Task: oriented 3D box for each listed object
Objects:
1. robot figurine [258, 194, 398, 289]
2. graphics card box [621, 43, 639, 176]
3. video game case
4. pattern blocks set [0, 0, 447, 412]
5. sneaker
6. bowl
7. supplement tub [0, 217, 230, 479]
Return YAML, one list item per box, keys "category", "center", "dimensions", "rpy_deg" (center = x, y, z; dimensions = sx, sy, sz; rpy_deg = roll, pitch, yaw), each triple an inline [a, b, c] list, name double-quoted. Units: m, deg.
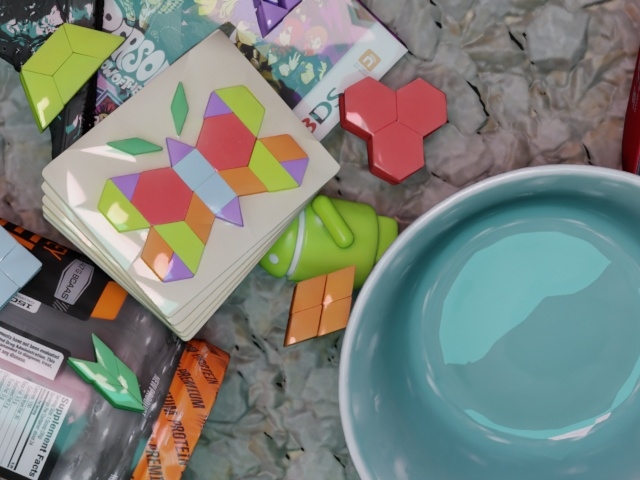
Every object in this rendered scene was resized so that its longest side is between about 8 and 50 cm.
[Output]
- category: "robot figurine"
  center: [0.000, 0.000, 1.218]
  dimensions: [0.115, 0.101, 0.067]
  rpy_deg: [9, 63, -15]
- category: "graphics card box"
  center: [0.406, -0.112, 1.099]
  dimensions: [0.371, 0.094, 0.233]
  rpy_deg: [7, 139, 6]
- category: "video game case"
  center: [-0.088, -0.147, 1.207]
  dimensions: [0.232, 0.042, 0.210]
  rpy_deg: [44, 99, -7]
- category: "pattern blocks set"
  center: [-0.085, -0.042, 1.120]
  dimensions: [0.285, 0.026, 0.325]
  rpy_deg: [34, 73, -6]
- category: "sneaker"
  center: [-0.206, -0.136, 1.168]
  dimensions: [0.089, 0.051, 0.170]
  rpy_deg: [7, 98, 1]
- category: "bowl"
  center: [0.169, 0.083, 1.188]
  dimensions: [0.311, 0.163, 0.311]
  rpy_deg: [0, 103, 2]
- category: "supplement tub"
  center: [-0.251, 0.088, 1.181]
  dimensions: [0.338, 0.207, 0.207]
  rpy_deg: [25, 102, -4]
